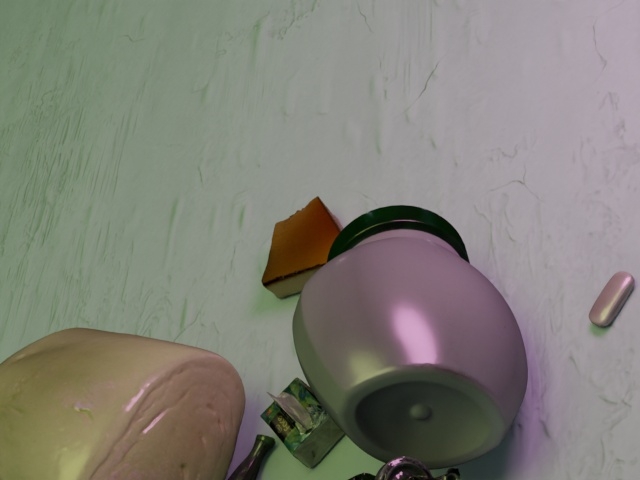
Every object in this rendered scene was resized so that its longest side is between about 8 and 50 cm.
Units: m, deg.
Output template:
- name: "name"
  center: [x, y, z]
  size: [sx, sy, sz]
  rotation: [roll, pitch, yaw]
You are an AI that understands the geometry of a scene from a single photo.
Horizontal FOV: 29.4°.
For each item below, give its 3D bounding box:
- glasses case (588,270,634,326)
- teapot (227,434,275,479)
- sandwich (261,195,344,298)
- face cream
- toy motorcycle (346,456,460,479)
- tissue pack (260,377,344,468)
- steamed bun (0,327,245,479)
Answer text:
- name: "glasses case"
  center: [0.388, 0.078, 1.630]
  size: [0.032, 0.021, 0.083]
  rotation: [23, 75, 47]
- name: "teapot"
  center: [-0.107, 0.345, 1.848]
  size: [0.042, 0.043, 0.111]
  rotation: [10, 61, 46]
- name: "sandwich"
  center: [0.000, 0.000, 2.023]
  size: [0.193, 0.058, 0.162]
  rotation: [-17, 47, 35]
- name: "face cream"
  center: [0.118, 0.126, 1.629]
  size: [0.357, 0.312, 0.219]
  rotation: [-93, 18, -58]
- name: "toy motorcycle"
  center: [0.134, 0.357, 1.500]
  size: [0.205, 0.275, 0.127]
  rotation: [-48, 19, 60]
- name: "tissue pack"
  center: [-0.032, 0.264, 1.812]
  size: [0.085, 0.079, 0.111]
  rotation: [-47, 38, -1]
- name: "steamed bun"
  center: [-0.356, 0.328, 1.818]
  size: [0.371, 0.290, 0.456]
  rotation: [3, 51, 40]
